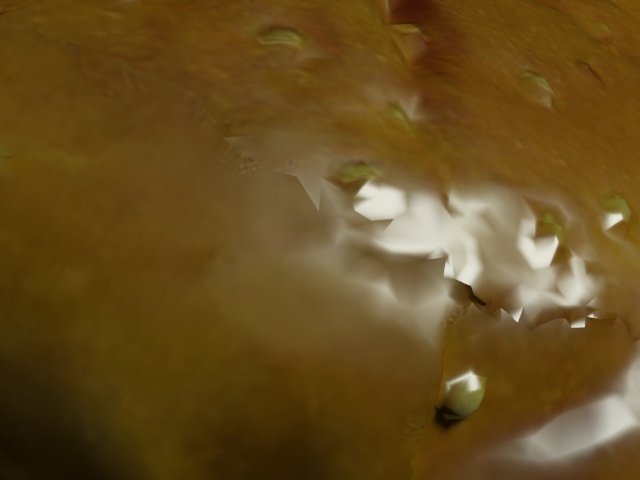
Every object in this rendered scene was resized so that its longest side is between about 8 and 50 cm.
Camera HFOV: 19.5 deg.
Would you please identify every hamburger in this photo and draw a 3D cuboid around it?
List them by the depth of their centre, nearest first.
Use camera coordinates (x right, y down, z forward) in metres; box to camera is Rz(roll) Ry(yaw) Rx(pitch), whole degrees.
[{"bbox_3d":[0.000,0.000,0.465,0.314,0.170,0.290,19,33,-20],"label":"hamburger"}]
